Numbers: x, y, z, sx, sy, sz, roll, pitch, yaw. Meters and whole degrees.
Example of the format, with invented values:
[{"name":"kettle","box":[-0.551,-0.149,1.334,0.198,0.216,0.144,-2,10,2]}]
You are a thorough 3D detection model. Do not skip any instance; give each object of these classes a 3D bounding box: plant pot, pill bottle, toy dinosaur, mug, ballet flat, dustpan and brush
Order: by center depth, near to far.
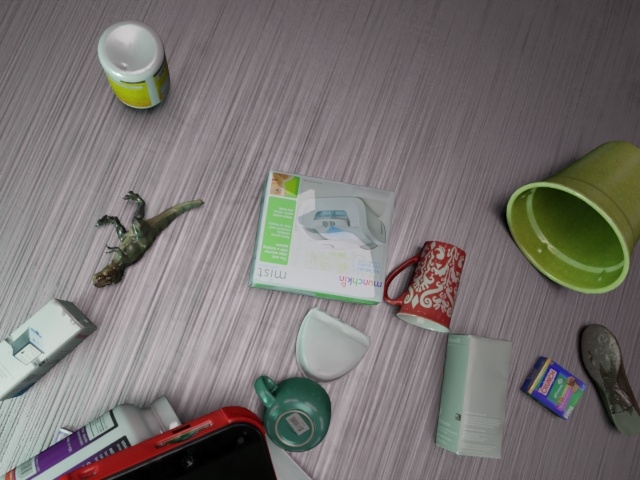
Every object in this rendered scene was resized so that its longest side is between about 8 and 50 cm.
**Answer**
[{"name":"pill bottle","box":[-0.393,0.419,1.151,0.323,0.181,0.181,-30,88,-18]},{"name":"pill bottle","box":[-0.355,-0.330,1.243,0.117,0.215,0.117,1,83,-9]},{"name":"mug","box":[-0.059,0.342,1.248,0.158,0.097,0.129,8,101,2]},{"name":"toy dinosaur","box":[-0.371,-0.026,1.284,0.268,0.064,0.118,-45,98,-14]},{"name":"dustpan and brush","box":[-0.005,0.262,1.313,0.147,0.060,0.211,29,72,-3]},{"name":"mug","box":[0.222,0.088,1.340,0.150,0.113,0.169,22,77,-8]},{"name":"plant pot","box":[0.587,-0.073,1.362,0.254,0.276,0.276,-39,90,-24]},{"name":"ballet flat","box":[0.642,0.304,1.412,0.084,0.058,0.249,-24,80,24]}]

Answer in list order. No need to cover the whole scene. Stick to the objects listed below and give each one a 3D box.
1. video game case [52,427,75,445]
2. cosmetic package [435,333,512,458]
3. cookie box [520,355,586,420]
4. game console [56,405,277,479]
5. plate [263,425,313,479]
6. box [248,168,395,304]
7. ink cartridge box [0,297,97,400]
[{"name":"video game case","box":[-0.483,0.433,1.229,0.087,0.011,0.122,23,80,-6]},{"name":"cosmetic package","box":[0.314,0.313,1.317,0.107,0.127,0.238,7,80,-9]},{"name":"cookie box","box":[0.505,0.319,1.390,0.107,0.040,0.092,35,80,-3]},{"name":"game console","box":[-0.247,0.496,1.105,0.387,0.060,0.342,-19,108,-21]},{"name":"plate","box":[-0.156,0.521,1.245,0.278,0.045,0.277,-43,87,-15]},{"name":"box","box":[0.000,0.000,1.308,0.262,0.127,0.231,10,79,-9]},{"name":"ink cartridge box","box":[-0.525,0.201,1.187,0.191,0.139,0.082,-44,89,-12]}]
